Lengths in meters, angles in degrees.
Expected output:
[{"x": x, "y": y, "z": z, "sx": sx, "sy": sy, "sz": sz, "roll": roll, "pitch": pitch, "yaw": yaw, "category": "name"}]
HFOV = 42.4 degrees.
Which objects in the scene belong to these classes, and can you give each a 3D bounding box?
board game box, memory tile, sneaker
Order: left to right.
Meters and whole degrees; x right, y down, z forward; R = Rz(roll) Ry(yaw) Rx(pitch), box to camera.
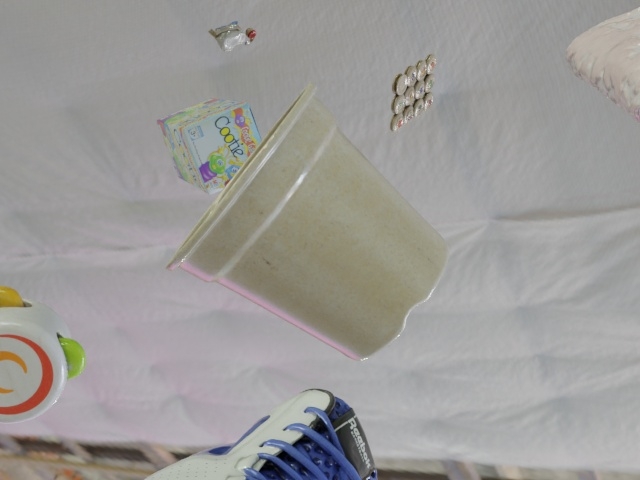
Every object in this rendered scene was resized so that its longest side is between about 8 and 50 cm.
[{"x": -0.228, "y": -0.202, "z": 1.721, "sx": 0.275, "sy": 0.142, "sz": 0.144, "roll": 26, "pitch": -41, "yaw": 65, "category": "board game box"}, {"x": -0.043, "y": 0.174, "z": 0.551, "sx": 0.127, "sy": 0.182, "sz": 0.315, "roll": 58, "pitch": -8, "yaw": 3, "category": "sneaker"}, {"x": 0.167, "y": -0.263, "z": 1.471, "sx": 0.012, "sy": 0.148, "sz": 0.113, "roll": 22, "pitch": -50, "yaw": 28, "category": "memory tile"}]

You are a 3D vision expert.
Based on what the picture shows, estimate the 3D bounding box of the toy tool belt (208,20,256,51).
[{"x": -0.172, "y": -0.405, "z": 1.604, "sx": 0.051, "sy": 0.083, "sz": 0.052, "roll": 49, "pitch": -31, "yaw": 24, "category": "toy tool belt"}]

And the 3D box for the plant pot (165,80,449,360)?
[{"x": 0.000, "y": 0.000, "z": 1.184, "sx": 0.305, "sy": 0.333, "sz": 0.334, "roll": 39, "pitch": -41, "yaw": -9, "category": "plant pot"}]

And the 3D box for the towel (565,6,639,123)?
[{"x": 0.399, "y": -0.209, "z": 0.731, "sx": 0.317, "sy": 0.332, "sz": 0.053, "roll": -28, "pitch": -73, "yaw": 13, "category": "towel"}]

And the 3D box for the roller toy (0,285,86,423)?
[{"x": -0.528, "y": 0.200, "z": 1.414, "sx": 0.209, "sy": 0.146, "sz": 0.191, "roll": 38, "pitch": -85, "yaw": -18, "category": "roller toy"}]
